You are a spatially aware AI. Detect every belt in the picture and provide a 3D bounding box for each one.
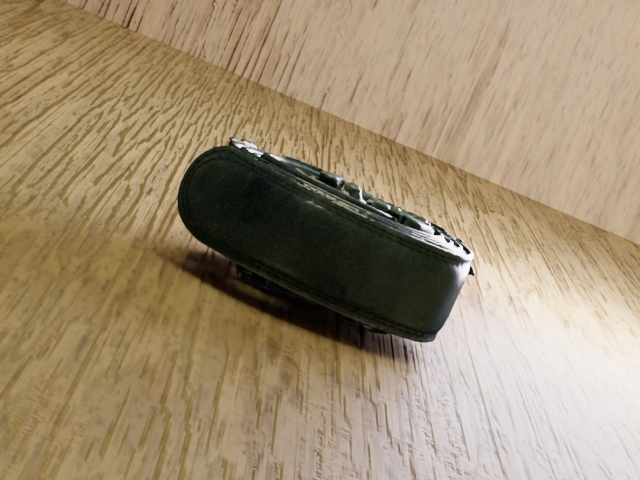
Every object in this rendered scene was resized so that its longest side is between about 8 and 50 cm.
[{"bbox_3d":[0.000,0.000,1.627,0.267,0.116,0.206,23,7,-17],"label":"belt"}]
